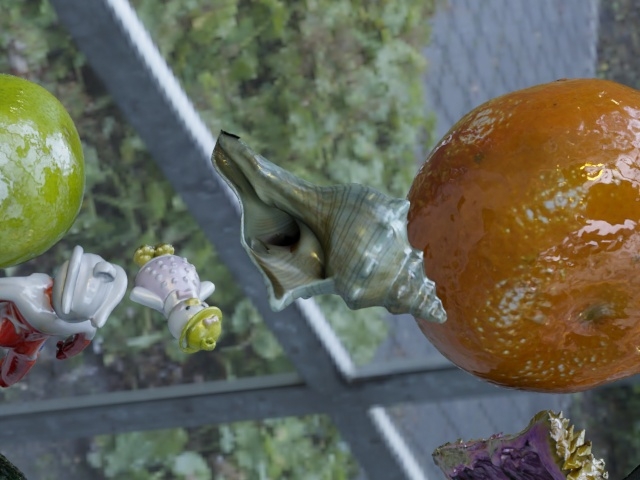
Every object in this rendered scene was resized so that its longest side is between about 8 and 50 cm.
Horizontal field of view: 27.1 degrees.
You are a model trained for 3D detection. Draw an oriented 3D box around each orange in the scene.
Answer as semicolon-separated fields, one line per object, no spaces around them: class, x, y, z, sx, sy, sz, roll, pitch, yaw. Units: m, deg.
orange;0.301;-0.008;1.681;0.326;0.423;0.424;-100;163;-47

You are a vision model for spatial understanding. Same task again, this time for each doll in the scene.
doll;-0.194;0.081;1.813;0.129;0.207;0.081;-4;130;-34
doll;-0.382;0.102;1.747;0.188;0.384;0.099;27;55;-34

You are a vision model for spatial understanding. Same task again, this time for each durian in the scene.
durian;0.280;0.306;1.735;0.191;0.341;0.112;47;63;-2

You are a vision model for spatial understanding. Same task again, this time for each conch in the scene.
conch;0.005;0.010;1.157;0.114;0.233;0.137;59;49;-68

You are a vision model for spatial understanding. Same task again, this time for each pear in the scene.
pear;-0.304;-0.076;1.154;0.216;0.166;0.180;48;33;-27

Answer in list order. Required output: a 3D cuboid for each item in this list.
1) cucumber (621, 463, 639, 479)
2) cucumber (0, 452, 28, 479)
cucumber;0.360;0.220;1.338;0.056;0.284;0.056;35;15;-11
cucumber;-0.466;0.306;1.845;0.058;0.214;0.052;-50;140;-10
